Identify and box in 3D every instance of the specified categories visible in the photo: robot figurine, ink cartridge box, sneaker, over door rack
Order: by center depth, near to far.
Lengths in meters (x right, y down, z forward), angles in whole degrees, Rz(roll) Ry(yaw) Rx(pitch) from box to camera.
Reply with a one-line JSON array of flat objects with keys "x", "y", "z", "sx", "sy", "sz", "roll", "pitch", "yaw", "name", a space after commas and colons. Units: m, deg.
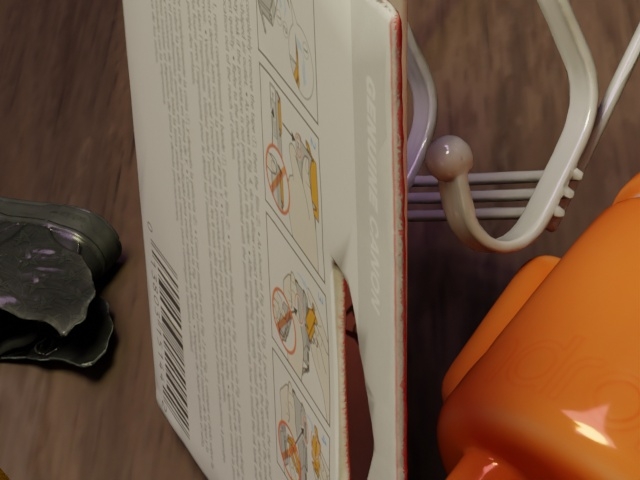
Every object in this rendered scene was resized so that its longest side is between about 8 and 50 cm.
[{"x": 0.129, "y": 0.053, "z": 0.629, "sx": 0.219, "sy": 0.128, "sz": 0.158, "roll": -48, "pitch": 3, "yaw": -24, "name": "robot figurine"}, {"x": 0.000, "y": 0.000, "z": 0.629, "sx": 0.066, "sy": 0.296, "sz": 0.261, "roll": -14, "pitch": 34, "yaw": -19, "name": "ink cartridge box"}, {"x": 0.078, "y": -0.134, "z": 0.819, "sx": 0.324, "sy": 0.108, "sz": 0.239, "roll": -52, "pitch": 25, "yaw": -21, "name": "over door rack"}, {"x": -0.167, "y": 0.021, "z": 0.902, "sx": 0.170, "sy": 0.051, "sz": 0.089, "roll": 4, "pitch": 43, "yaw": 29, "name": "sneaker"}]

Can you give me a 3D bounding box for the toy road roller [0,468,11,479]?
[{"x": -0.179, "y": 0.128, "z": 0.567, "sx": 0.202, "sy": 0.329, "sz": 0.240, "roll": -31, "pitch": 58, "yaw": -6, "name": "toy road roller"}]
